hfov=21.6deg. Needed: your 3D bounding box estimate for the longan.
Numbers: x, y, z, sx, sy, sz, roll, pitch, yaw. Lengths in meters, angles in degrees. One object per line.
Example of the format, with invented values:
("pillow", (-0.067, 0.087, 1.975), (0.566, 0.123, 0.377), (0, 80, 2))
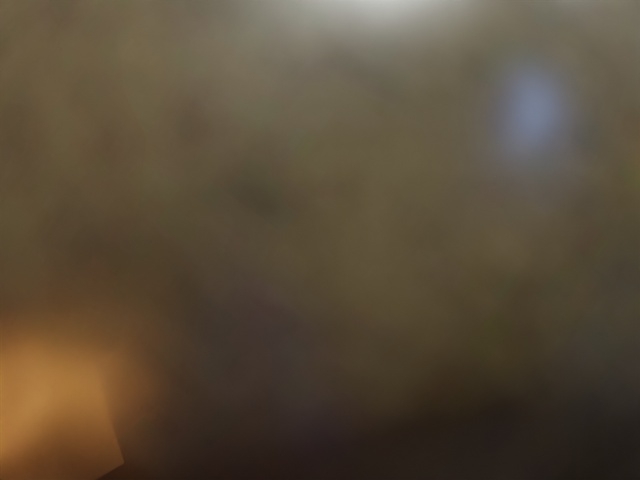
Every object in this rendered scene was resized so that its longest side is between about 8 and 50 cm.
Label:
("longan", (0.004, -0.001, 0.481), (0.297, 0.297, 0.297), (-26, 8, 4))
